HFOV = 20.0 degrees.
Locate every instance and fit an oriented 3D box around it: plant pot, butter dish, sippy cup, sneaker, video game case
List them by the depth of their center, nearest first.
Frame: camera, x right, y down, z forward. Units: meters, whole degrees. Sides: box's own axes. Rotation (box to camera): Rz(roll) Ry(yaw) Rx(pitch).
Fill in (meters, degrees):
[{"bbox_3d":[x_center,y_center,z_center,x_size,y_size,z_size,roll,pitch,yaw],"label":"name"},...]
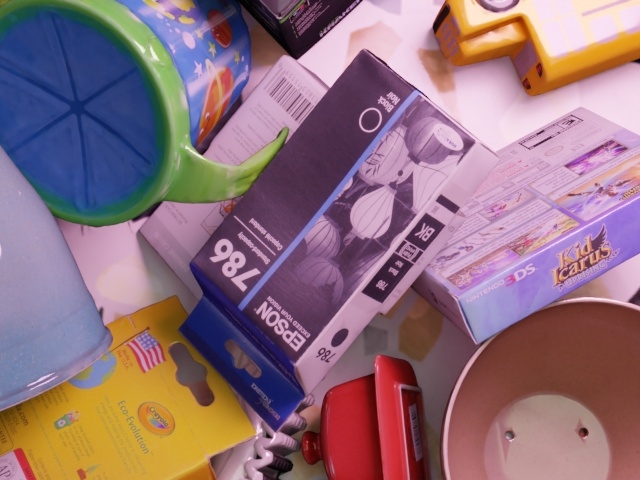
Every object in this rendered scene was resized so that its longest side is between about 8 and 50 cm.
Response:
[{"bbox_3d":[-0.362,0.020,1.674,0.272,0.271,0.255,-20,101,-9],"label":"plant pot"},{"bbox_3d":[-0.185,-0.163,1.763,0.305,0.240,0.224,61,36,-11],"label":"sippy cup"},{"bbox_3d":[0.243,0.206,1.779,0.284,0.191,0.284,1,82,-6],"label":"plant pot"},{"bbox_3d":[0.209,-0.022,1.792,0.269,0.244,0.061,-28,114,-9],"label":"video game case"},{"bbox_3d":[0.039,0.199,1.796,0.118,0.160,0.160,-8,81,16],"label":"butter dish"},{"bbox_3d":[-0.068,0.159,1.810,0.118,0.110,0.292,20,77,12],"label":"sneaker"}]

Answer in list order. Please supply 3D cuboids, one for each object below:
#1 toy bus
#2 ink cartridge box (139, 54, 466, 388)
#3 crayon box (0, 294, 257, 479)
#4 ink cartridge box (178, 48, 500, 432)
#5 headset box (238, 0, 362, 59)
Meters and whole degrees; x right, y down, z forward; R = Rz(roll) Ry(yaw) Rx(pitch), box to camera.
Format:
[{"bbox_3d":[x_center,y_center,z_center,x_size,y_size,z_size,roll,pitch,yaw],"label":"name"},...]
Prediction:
[{"bbox_3d":[0.292,-0.248,1.906,0.333,0.108,0.130,-20,85,-9],"label":"toy bus"},{"bbox_3d":[-0.024,-0.016,1.788,0.239,0.060,0.275,-50,52,8],"label":"ink cartridge box"},{"bbox_3d":[-0.234,0.207,1.742,0.318,0.081,0.202,-26,53,-9],"label":"crayon box"},{"bbox_3d":[0.000,0.000,1.682,0.165,0.065,0.332,41,98,31],"label":"ink cartridge box"},{"bbox_3d":[0.010,-0.324,1.778,0.246,0.283,0.131,-44,86,-1],"label":"headset box"}]
